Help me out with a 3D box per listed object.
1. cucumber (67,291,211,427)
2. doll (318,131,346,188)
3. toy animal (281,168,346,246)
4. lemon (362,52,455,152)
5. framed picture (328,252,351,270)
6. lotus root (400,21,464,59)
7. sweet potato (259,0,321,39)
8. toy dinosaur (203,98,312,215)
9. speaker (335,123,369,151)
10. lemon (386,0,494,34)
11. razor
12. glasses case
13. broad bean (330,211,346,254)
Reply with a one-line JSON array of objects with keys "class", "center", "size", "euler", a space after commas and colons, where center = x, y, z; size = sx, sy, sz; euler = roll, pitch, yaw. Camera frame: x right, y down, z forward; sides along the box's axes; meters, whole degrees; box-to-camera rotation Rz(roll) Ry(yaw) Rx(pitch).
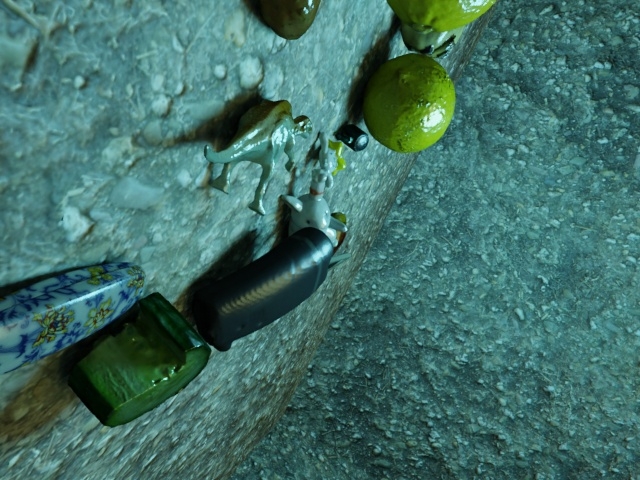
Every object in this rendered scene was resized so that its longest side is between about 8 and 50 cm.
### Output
[{"class": "cucumber", "center": [-0.284, 0.191, 0.691], "size": [0.191, 0.130, 0.191], "euler": [-44, 164, -16]}, {"class": "doll", "center": [0.018, -0.217, 1.117], "size": [0.113, 0.072, 0.135], "euler": [-74, 155, -44]}, {"class": "toy animal", "center": [-0.021, -0.050, 1.138], "size": [0.141, 0.138, 0.282], "euler": [-30, 160, -19]}, {"class": "lemon", "center": [0.247, -0.379, 1.228], "size": [0.258, 0.258, 0.310], "euler": [-59, 167, -9]}, {"class": "framed picture", "center": [-0.049, 0.114, 1.295], "size": [0.265, 0.018, 0.192], "euler": [-36, 167, 32]}, {"class": "lotus root", "center": [0.328, -0.649, 1.165], "size": [0.310, 0.183, 0.183], "euler": [-67, 166, 10]}, {"class": "sweet potato", "center": [-0.040, -0.362, 0.540], "size": [0.354, 0.095, 0.106], "euler": [87, -7, -72]}, {"class": "toy dinosaur", "center": [-0.113, -0.148, 0.724], "size": [0.205, 0.092, 0.393], "euler": [-64, 165, 11]}, {"class": "speaker", "center": [0.082, -0.282, 1.210], "size": [0.094, 0.075, 0.060], "euler": [-23, 139, -29]}, {"class": "lemon", "center": [0.243, -0.558, 0.834], "size": [0.293, 0.293, 0.293], "euler": [-56, 166, -22]}, {"class": "razor", "center": [-0.121, 0.110, 0.993], "size": [0.349, 0.113, 0.204], "euler": [-32, 149, -31]}, {"class": "glasses case", "center": [-0.310, 0.085, 0.523], "size": [0.087, 0.065, 0.248], "euler": [-58, 170, 18]}, {"class": "broad bean", "center": [-0.002, -0.002, 1.356], "size": [0.228, 0.122, 0.156], "euler": [-54, 166, -20]}]
